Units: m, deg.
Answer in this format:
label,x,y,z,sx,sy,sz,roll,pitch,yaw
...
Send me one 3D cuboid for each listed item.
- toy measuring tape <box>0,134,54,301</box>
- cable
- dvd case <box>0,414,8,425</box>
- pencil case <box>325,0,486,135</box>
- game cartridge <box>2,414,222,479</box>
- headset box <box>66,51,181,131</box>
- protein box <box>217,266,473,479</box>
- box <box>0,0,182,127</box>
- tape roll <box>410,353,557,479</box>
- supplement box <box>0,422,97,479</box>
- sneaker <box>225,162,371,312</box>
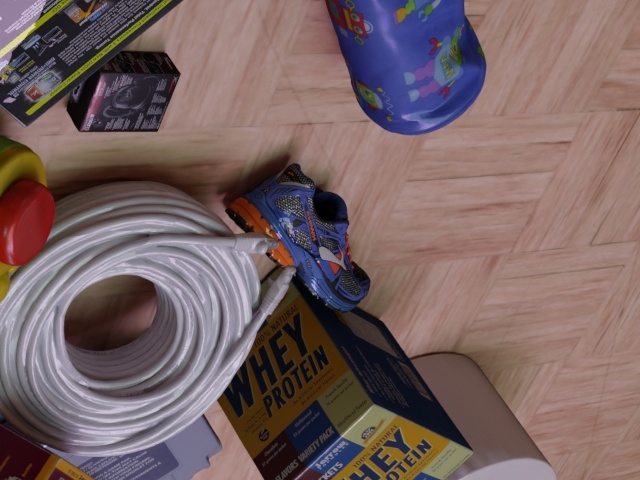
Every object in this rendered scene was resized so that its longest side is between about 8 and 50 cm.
label,x,y,z,sx,sy,sz,roll,pitch,yaw
toy measuring tape,-0.268,-0.071,1.250,0.121,0.121,0.330,-21,142,-18
cable,-0.180,0.067,1.463,0.257,0.089,0.257,19,108,-33
dvd case,-0.353,0.244,1.625,0.253,0.022,0.180,-35,145,0
pencil case,0.060,-0.222,1.338,0.133,0.119,0.306,-42,146,-16
game cartridge,-0.251,0.230,1.627,0.294,0.060,0.196,-30,148,-6
headset box,-0.164,-0.121,1.348,0.083,0.032,0.062,-3,133,-35
protein box,0.012,0.163,1.668,0.136,0.200,0.201,-44,143,12
box,-0.180,-0.229,1.190,0.270,0.060,0.216,-38,145,6
tape roll,0.127,0.272,1.911,0.246,0.169,0.246,-22,143,-17
supplement box,-0.276,0.208,1.435,0.081,0.188,0.104,-58,139,-14
sneaker,0.000,0.000,1.580,0.087,0.083,0.221,-45,147,2
